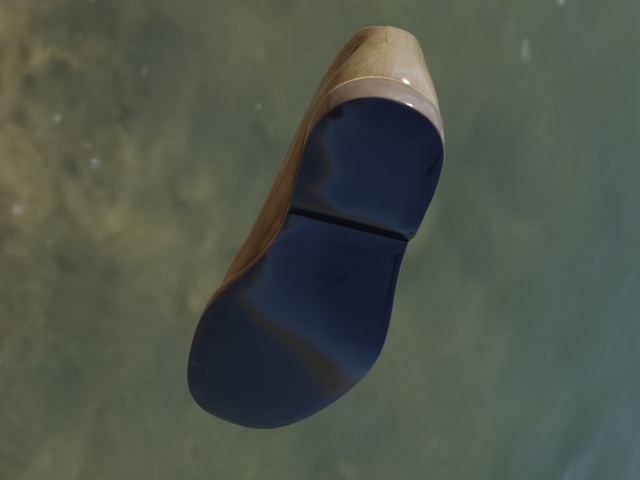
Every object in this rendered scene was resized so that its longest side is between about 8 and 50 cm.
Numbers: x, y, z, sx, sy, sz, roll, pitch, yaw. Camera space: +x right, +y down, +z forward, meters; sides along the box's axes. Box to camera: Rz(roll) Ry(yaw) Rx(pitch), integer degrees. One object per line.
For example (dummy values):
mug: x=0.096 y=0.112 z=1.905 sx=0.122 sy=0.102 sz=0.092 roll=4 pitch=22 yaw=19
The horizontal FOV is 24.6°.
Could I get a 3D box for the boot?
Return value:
boot: x=0.000 y=0.000 z=0.934 sx=0.115 sy=0.112 sz=0.305 roll=-85 pitch=-162 yaw=-51
